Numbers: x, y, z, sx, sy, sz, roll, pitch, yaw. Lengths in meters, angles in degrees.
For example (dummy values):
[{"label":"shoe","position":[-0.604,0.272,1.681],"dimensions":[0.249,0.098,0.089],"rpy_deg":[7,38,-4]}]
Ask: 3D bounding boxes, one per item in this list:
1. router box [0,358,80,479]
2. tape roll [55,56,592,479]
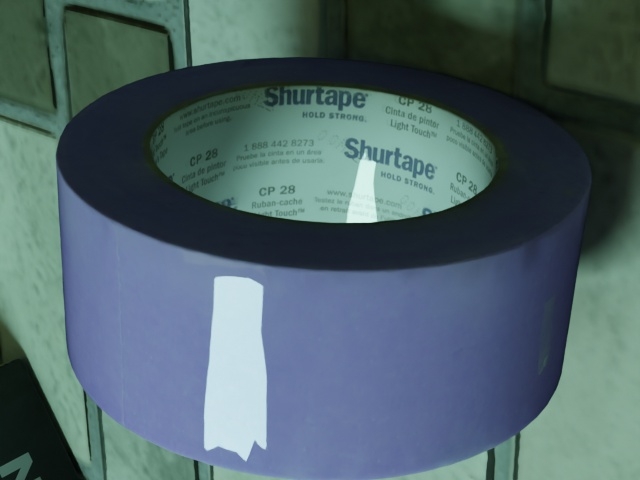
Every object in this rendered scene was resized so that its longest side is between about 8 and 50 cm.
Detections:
[{"label":"router box","position":[-0.225,0.257,0.889],"dimensions":[0.243,0.081,0.308],"rpy_deg":[-26,89,47]},{"label":"tape roll","position":[0.000,0.000,0.475],"dimensions":[0.189,0.189,0.080],"rpy_deg":[25,124,34]}]
